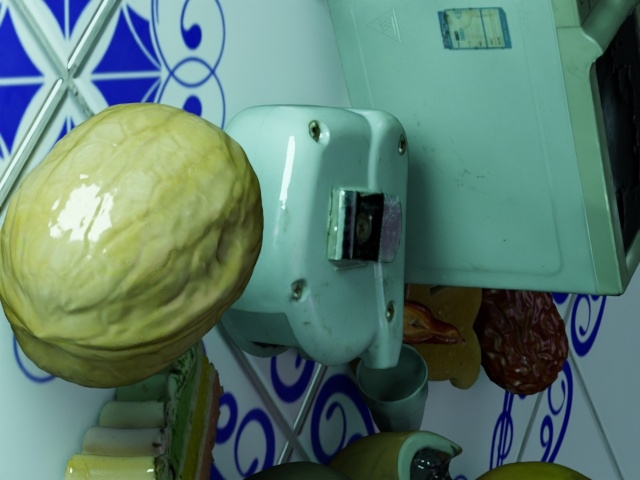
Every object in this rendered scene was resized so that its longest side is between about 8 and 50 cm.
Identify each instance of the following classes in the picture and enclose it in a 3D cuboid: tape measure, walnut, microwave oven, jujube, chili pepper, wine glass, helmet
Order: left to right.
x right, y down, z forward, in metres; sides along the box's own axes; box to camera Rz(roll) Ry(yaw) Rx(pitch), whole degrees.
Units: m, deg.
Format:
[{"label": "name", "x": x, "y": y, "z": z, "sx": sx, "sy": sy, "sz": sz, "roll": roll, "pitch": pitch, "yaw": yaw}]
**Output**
[{"label": "walnut", "x": -0.139, "y": 0.001, "z": 1.347, "sx": 0.226, "sy": 0.193, "sz": 0.193, "roll": -51, "pitch": 136, "yaw": -49}, {"label": "tape measure", "x": 0.000, "y": 0.000, "z": 1.662, "sx": 0.246, "sy": 0.125, "sz": 0.243, "roll": -5, "pitch": 97, "yaw": -62}, {"label": "helmet", "x": 0.054, "y": 0.286, "z": 1.791, "sx": 0.198, "sy": 0.130, "sz": 0.224, "roll": -32, "pitch": 129, "yaw": -56}, {"label": "wine glass", "x": 0.076, "y": 0.178, "z": 1.856, "sx": 0.155, "sy": 0.073, "sz": 0.073, "roll": 83, "pitch": 27, "yaw": -49}, {"label": "chili pepper", "x": 0.103, "y": 0.087, "z": 1.893, "sx": 0.178, "sy": 0.027, "sz": 0.045, "roll": 15, "pitch": 88, "yaw": -54}, {"label": "microwave oven", "x": 0.186, "y": -0.153, "z": 1.818, "sx": 0.218, "sy": 0.286, "sz": 0.355, "roll": -51, "pitch": 135, "yaw": -48}, {"label": "jujube", "x": 0.220, "y": 0.092, "z": 2.111, "sx": 0.112, "sy": 0.109, "sz": 0.176, "roll": -110, "pitch": 176, "yaw": -62}]

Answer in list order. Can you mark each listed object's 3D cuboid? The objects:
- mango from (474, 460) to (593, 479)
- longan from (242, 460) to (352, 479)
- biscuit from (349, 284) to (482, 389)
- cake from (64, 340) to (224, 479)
[{"label": "mango", "x": 0.264, "y": 0.462, "z": 2.066, "sx": 0.300, "sy": 0.232, "sz": 0.446, "roll": -46, "pitch": 124, "yaw": -57}, {"label": "longan", "x": -0.025, "y": 0.299, "z": 1.588, "sx": 0.196, "sy": 0.196, "sz": 0.220, "roll": -58, "pitch": 149, "yaw": -41}, {"label": "biscuit", "x": 0.099, "y": 0.100, "z": 1.943, "sx": 0.240, "sy": 0.035, "sz": 0.158, "roll": -4, "pitch": 97, "yaw": -54}, {"label": "cake", "x": -0.140, "y": 0.161, "z": 1.512, "sx": 0.225, "sy": 0.090, "sz": 0.109, "roll": -81, "pitch": 155, "yaw": -51}]
